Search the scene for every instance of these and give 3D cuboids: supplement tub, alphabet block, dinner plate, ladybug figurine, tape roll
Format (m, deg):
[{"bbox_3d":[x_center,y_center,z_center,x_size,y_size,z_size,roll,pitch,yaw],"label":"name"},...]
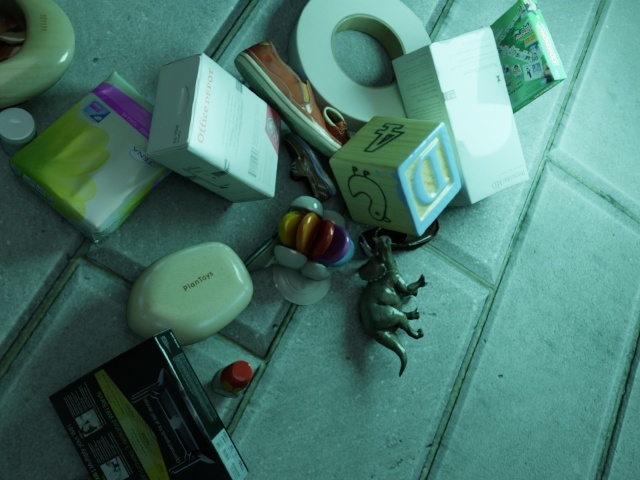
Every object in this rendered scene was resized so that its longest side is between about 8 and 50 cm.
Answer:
[{"bbox_3d":[-0.598,-0.209,1.271,0.071,0.107,0.071,6,74,-20],"label":"supplement tub"},{"bbox_3d":[0.172,-0.151,1.458,0.193,0.197,0.192,-45,129,-29],"label":"alphabet block"},{"bbox_3d":[-0.039,0.076,1.458,0.141,0.017,0.141,5,76,-19],"label":"dinner plate"},{"bbox_3d":[-0.710,-0.368,1.237,0.449,0.162,0.305,-4,73,-20],"label":"ladybug figurine"},{"bbox_3d":[0.111,-0.463,1.629,0.391,0.072,0.392,5,74,-19],"label":"tape roll"}]

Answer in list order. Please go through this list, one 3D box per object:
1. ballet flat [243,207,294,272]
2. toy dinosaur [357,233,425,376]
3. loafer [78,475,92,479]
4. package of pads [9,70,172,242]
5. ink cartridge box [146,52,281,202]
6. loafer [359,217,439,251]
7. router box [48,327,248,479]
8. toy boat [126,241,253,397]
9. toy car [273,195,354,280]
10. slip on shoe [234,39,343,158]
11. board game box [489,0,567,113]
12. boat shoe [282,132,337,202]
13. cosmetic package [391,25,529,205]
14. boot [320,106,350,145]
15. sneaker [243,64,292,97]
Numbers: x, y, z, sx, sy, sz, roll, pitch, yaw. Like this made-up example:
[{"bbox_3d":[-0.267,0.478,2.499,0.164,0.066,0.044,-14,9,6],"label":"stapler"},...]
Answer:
[{"bbox_3d":[-0.091,0.009,1.426,0.068,0.072,0.213,43,65,-10],"label":"ballet flat"},{"bbox_3d":[0.154,0.149,1.475,0.160,0.121,0.314,4,83,-5],"label":"toy dinosaur"},{"bbox_3d":[-0.518,0.491,1.136,0.267,0.096,0.084,-7,58,-29],"label":"loafer"},{"bbox_3d":[-0.440,-0.168,1.325,0.229,0.101,0.296,42,66,-5],"label":"package of pads"},{"bbox_3d":[-0.210,-0.223,1.336,0.283,0.117,0.207,29,61,-54],"label":"ink cartridge box"},{"bbox_3d":[0.202,-0.016,1.538,0.220,0.078,0.080,-18,83,-24],"label":"loafer"},{"bbox_3d":[-0.313,0.355,1.178,0.242,0.081,0.309,-29,87,10],"label":"router box"},{"bbox_3d":[-0.239,0.171,1.301,0.267,0.148,0.318,-24,78,-30],"label":"toy boat"},{"bbox_3d":[0.000,0.000,1.382,0.182,0.136,0.159,29,75,-42],"label":"toy car"},{"bbox_3d":[-0.050,-0.314,1.460,0.101,0.123,0.331,-45,102,-9],"label":"slip on shoe"},{"bbox_3d":[0.453,-0.425,1.612,0.046,0.317,0.214,-14,82,-25],"label":"board game box"},{"bbox_3d":[-0.038,-0.167,1.496,0.066,0.066,0.183,-37,87,-17],"label":"boat shoe"},{"bbox_3d":[0.344,-0.293,1.573,0.217,0.156,0.385,-24,100,-27],"label":"cosmetic package"},{"bbox_3d":[0.046,-0.248,1.540,0.158,0.084,0.059,48,64,-5],"label":"boot"},{"bbox_3d":[-0.110,-0.352,1.522,0.152,0.058,0.085,-29,79,-31],"label":"sneaker"}]
